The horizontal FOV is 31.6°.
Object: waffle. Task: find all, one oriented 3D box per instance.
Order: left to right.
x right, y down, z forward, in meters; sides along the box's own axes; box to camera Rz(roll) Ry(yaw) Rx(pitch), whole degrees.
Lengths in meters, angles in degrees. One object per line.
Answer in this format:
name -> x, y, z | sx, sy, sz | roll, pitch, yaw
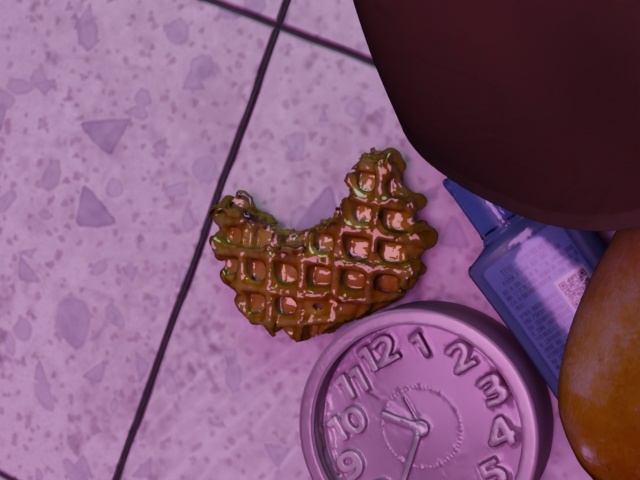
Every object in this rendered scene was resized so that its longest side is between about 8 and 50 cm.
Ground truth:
waffle -> -0.002, 0.000, 0.949 | 0.194, 0.051, 0.149 | -28, 84, 20

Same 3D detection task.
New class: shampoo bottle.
shampoo bottle -> 0.188, 0.044, 0.872 | 0.104, 0.061, 0.258 | -37, 80, 19

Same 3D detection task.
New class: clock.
clock -> 0.084, 0.149, 0.914 | 0.197, 0.068, 0.196 | 1, 93, 22

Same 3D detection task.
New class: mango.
mango -> 0.301, 0.026, 0.735 | 0.221, 0.199, 0.384 | 40, 78, -12

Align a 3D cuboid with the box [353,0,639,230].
box -> 0.155, -0.181, 0.680 | 0.301, 0.216, 0.300 | -14, 50, 17
